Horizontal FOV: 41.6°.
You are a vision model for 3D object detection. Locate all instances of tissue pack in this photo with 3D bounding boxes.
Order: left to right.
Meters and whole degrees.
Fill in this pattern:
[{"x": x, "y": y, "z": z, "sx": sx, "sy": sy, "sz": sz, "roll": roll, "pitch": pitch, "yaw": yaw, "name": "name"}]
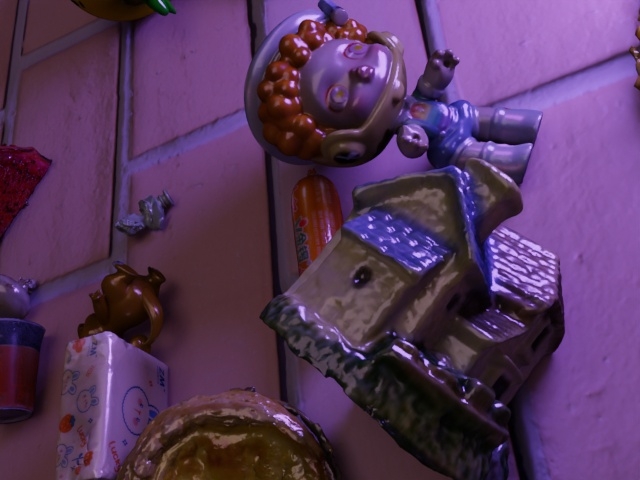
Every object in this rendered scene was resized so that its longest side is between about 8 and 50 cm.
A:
[{"x": -0.267, "y": 0.236, "z": 1.096, "sx": 0.092, "sy": 0.148, "sz": 0.196, "roll": -18, "pitch": 57, "yaw": 17, "name": "tissue pack"}]

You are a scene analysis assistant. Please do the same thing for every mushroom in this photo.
[{"x": -0.499, "y": 0.085, "z": 1.368, "sx": 0.085, "sy": 0.085, "sz": 0.079, "roll": 12, "pitch": 42, "yaw": 34, "name": "mushroom"}]

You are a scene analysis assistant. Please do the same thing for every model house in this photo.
[{"x": 0.136, "y": 0.081, "z": 0.858, "sx": 0.261, "sy": 0.321, "sz": 0.266, "roll": 33, "pitch": 82, "yaw": 31, "name": "model house"}]

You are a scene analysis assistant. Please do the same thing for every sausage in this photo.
[{"x": 0.000, "y": 0.000, "z": 1.122, "sx": 0.071, "sy": 0.071, "sz": 0.234, "roll": -21, "pitch": 56, "yaw": 18, "name": "sausage"}]

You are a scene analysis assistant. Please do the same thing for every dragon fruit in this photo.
[{"x": -0.611, "y": -0.070, "z": 1.477, "sx": 0.189, "sy": 0.163, "sz": 0.262, "roll": 5, "pitch": 64, "yaw": 62, "name": "dragon fruit"}]

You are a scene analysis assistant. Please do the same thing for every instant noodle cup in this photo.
[{"x": -0.478, "y": 0.199, "z": 1.264, "sx": 0.127, "sy": 0.127, "sz": 0.136, "roll": -18, "pitch": 65, "yaw": 21, "name": "instant noodle cup"}]

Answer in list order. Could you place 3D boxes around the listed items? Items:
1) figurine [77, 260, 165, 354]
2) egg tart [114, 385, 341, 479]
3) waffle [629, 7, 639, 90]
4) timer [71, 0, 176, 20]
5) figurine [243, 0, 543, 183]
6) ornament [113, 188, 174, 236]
[{"x": -0.284, "y": 0.126, "z": 1.205, "sx": 0.176, "sy": 0.121, "sz": 0.122, "roll": -48, "pitch": 60, "yaw": 21, "name": "figurine"}, {"x": -0.106, "y": 0.308, "z": 0.982, "sx": 0.278, "sy": 0.095, "sz": 0.279, "roll": -3, "pitch": 68, "yaw": 8, "name": "egg tart"}, {"x": 0.552, "y": -0.282, "z": 0.955, "sx": 0.382, "sy": 0.095, "sz": 0.380, "roll": -1, "pitch": 66, "yaw": 32, "name": "waffle"}, {"x": -0.336, "y": -0.491, "z": 1.476, "sx": 0.285, "sy": 0.285, "sz": 0.285, "roll": -14, "pitch": 58, "yaw": 23, "name": "timer"}, {"x": 0.086, "y": -0.148, "z": 1.105, "sx": 0.381, "sy": 0.205, "sz": 0.225, "roll": 32, "pitch": 78, "yaw": 18, "name": "figurine"}, {"x": -0.272, "y": -0.041, "z": 1.321, "sx": 0.068, "sy": 0.041, "sz": 0.092, "roll": 20, "pitch": 66, "yaw": 30, "name": "ornament"}]
